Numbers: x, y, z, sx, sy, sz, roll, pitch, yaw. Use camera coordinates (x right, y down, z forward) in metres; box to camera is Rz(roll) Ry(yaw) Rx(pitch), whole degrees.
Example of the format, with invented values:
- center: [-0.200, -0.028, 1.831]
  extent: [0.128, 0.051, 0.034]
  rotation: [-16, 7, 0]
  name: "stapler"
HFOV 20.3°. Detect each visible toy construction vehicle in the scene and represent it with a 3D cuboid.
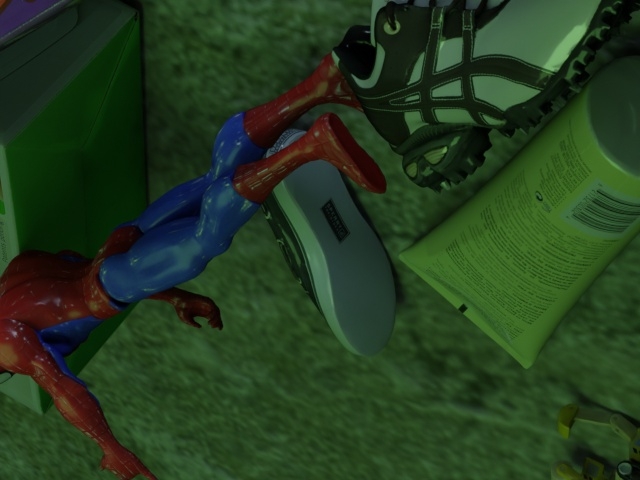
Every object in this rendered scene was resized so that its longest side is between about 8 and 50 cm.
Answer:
- center: [0.173, 0.133, 0.973]
  extent: [0.098, 0.035, 0.086]
  rotation: [27, 156, 24]
  name: "toy construction vehicle"

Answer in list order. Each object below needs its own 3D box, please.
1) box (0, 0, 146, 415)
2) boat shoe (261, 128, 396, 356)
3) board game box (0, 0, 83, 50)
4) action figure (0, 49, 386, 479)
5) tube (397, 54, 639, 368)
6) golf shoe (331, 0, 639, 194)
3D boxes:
- center: [-0.228, -0.060, 1.060]
  extent: [0.231, 0.127, 0.262]
  rotation: [28, 146, 16]
  name: "box"
- center: [0.000, 0.000, 0.975]
  extent: [0.040, 0.049, 0.142]
  rotation: [8, 129, 48]
  name: "boat shoe"
- center: [-0.199, -0.169, 0.785]
  extent: [0.347, 0.056, 0.208]
  rotation: [-20, 104, 49]
  name: "board game box"
- center: [-0.066, 0.031, 0.924]
  extent: [0.280, 0.091, 0.139]
  rotation: [-28, 120, 26]
  name: "action figure"
- center: [0.107, -0.008, 0.852]
  extent: [0.240, 0.062, 0.070]
  rotation: [123, 139, -62]
  name: "tube"
- center: [0.066, -0.090, 0.771]
  extent: [0.094, 0.077, 0.198]
  rotation: [44, 146, -5]
  name: "golf shoe"
